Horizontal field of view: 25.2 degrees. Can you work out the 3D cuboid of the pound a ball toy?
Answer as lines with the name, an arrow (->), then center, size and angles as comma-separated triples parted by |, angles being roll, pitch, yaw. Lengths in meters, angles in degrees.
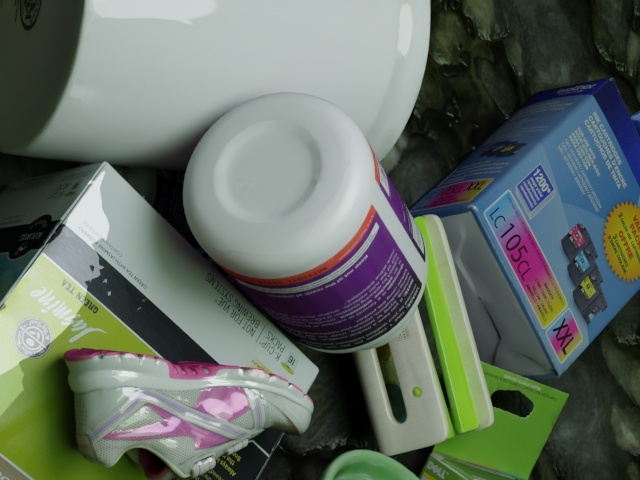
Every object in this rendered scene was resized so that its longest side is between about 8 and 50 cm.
pound a ball toy -> 0.065, 0.092, 1.684 | 0.208, 0.136, 0.319 | -5, 77, -56

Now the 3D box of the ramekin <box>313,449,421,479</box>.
ramekin -> 0.048, 0.399, 1.586 | 0.303, 0.148, 0.303 | 41, 29, -28

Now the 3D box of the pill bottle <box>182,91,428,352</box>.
pill bottle -> 0.000, 0.000, 1.414 | 0.323, 0.182, 0.181 | 54, 50, -61

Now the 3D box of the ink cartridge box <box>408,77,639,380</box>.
ink cartridge box -> 0.322, -0.035, 1.921 | 0.395, 0.151, 0.270 | -42, 112, -35

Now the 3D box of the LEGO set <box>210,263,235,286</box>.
LEGO set -> -0.131, 0.043, 1.630 | 0.083, 0.023, 0.054 | 36, 67, -46

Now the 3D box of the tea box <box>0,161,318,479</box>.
tea box -> -0.237, 0.157, 1.404 | 0.329, 0.220, 0.323 | 47, 59, -26

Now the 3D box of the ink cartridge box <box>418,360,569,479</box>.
ink cartridge box -> 0.227, 0.301, 1.794 | 0.189, 0.097, 0.255 | 22, 94, -36

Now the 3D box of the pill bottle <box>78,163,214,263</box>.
pill bottle -> -0.180, -0.038, 1.547 | 0.169, 0.094, 0.094 | 19, 75, -37

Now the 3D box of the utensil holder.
utensil holder -> -0.134, -0.225, 1.456 | 0.386, 0.328, 0.327 | 1, 85, -38

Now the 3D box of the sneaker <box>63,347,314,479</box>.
sneaker -> -0.121, 0.164, 1.299 | 0.252, 0.103, 0.111 | 10, 83, -32
